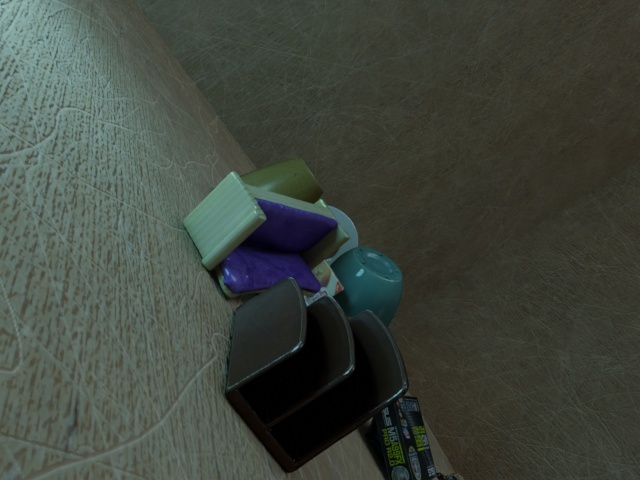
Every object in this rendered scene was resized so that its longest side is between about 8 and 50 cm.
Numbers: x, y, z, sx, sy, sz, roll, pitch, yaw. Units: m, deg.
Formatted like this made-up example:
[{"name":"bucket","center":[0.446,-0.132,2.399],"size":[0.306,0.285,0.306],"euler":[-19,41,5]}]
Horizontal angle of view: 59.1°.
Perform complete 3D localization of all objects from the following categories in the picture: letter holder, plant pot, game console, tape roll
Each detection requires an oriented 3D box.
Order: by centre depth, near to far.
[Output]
[{"name":"letter holder","center":[-0.010,0.159,0.870],"size":[0.152,0.214,0.302],"euler":[56,3,-15]},{"name":"game console","center":[0.172,0.514,1.435],"size":[0.071,0.107,0.122],"euler":[4,-38,39]},{"name":"plant pot","center":[-0.126,-0.112,1.566],"size":[0.237,0.254,0.237],"euler":[57,2,-4]},{"name":"plant pot","center":[0.137,0.164,1.875],"size":[0.293,0.235,0.293],"euler":[25,25,-12]},{"name":"tape roll","center":[0.000,0.000,2.165],"size":[0.286,0.286,0.100],"euler":[56,4,-7]}]

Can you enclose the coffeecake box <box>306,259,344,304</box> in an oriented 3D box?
[{"name":"coffeecake box","center":[-0.038,0.108,1.710],"size":[0.185,0.142,0.068],"euler":[57,3,5]}]

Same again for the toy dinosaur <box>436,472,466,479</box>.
[{"name":"toy dinosaur","center":[0.524,0.935,2.096],"size":[0.218,0.164,0.322],"euler":[41,19,19]}]

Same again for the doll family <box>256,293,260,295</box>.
[{"name":"doll family","center":[-0.119,0.095,1.253],"size":[0.193,0.076,0.111],"euler":[61,-4,-31]}]

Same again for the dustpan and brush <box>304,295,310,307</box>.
[{"name":"dustpan and brush","center":[-0.047,0.178,1.597],"size":[0.211,0.060,0.147],"euler":[58,2,9]}]

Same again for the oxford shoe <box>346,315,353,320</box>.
[{"name":"oxford shoe","center":[0.065,0.330,1.577],"size":[0.130,0.123,0.348],"euler":[29,19,-29]}]

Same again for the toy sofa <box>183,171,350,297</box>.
[{"name":"toy sofa","center":[-0.080,0.001,1.135],"size":[0.177,0.150,0.362],"euler":[56,20,21]}]

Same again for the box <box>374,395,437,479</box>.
[{"name":"box","center":[0.221,0.514,1.456],"size":[0.270,0.060,0.216],"euler":[36,37,-61]}]
